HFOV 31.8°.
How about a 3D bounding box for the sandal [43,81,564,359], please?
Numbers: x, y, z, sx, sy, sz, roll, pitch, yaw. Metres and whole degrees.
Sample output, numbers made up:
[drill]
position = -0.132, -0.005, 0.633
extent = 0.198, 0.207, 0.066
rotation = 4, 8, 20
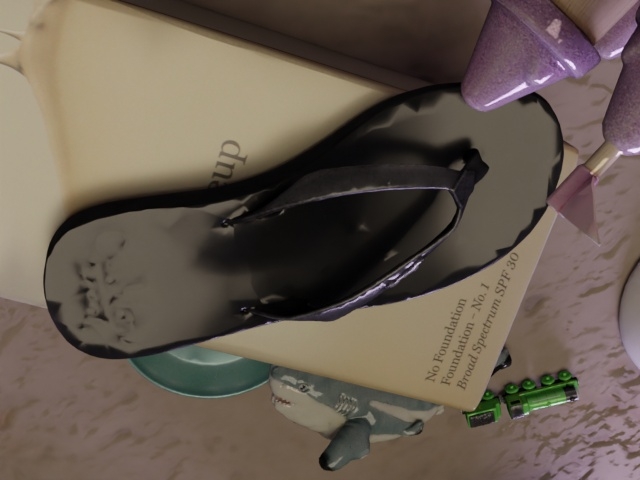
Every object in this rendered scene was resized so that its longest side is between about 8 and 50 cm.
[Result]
[sandal]
position = 0.000, 0.001, 0.522
extent = 0.254, 0.054, 0.097
rotation = -20, 111, -5

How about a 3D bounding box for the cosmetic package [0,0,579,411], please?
[cosmetic package]
position = -0.043, -0.031, 0.593
extent = 0.309, 0.113, 0.160
rotation = 14, 105, -16

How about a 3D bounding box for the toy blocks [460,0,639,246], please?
[toy blocks]
position = 0.131, -0.163, 0.454
extent = 0.309, 0.288, 0.260
rotation = 38, 103, -27

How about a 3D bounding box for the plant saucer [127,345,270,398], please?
[plant saucer]
position = -0.067, 0.044, 0.696
extent = 0.119, 0.021, 0.119
rotation = -4, 120, -6

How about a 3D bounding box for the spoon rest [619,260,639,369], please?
[spoon rest]
position = 0.335, 0.054, 0.734
extent = 0.276, 0.084, 0.137
rotation = 7, 117, 4

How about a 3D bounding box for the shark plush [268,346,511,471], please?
[shark plush]
position = 0.048, 0.094, 0.714
extent = 0.161, 0.073, 0.067
rotation = -5, 110, -4

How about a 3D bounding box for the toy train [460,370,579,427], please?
[toy train]
position = 0.135, 0.108, 0.757
extent = 0.083, 0.023, 0.017
rotation = -14, 120, 1
